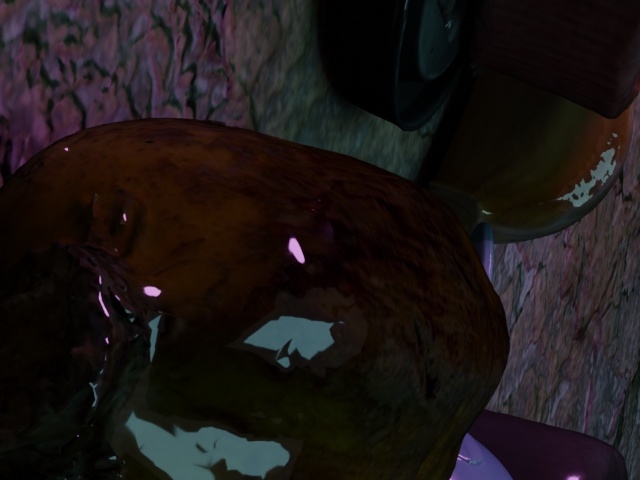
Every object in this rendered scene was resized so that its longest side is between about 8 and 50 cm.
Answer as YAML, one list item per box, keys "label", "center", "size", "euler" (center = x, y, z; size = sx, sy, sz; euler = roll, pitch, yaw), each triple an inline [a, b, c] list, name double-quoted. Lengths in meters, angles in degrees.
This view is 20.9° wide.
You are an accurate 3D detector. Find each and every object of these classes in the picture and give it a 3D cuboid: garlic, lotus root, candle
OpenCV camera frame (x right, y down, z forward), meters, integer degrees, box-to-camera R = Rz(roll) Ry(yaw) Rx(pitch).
- label: "garlic"
  center: [0.141, -0.089, 1.157]
  size: [0.115, 0.128, 0.206]
  euler: [112, -12, -79]
- label: "lotus root"
  center: [-0.027, 0.052, 0.700]
  size: [0.397, 0.179, 0.195]
  euler: [14, 87, -69]
- label: "candle"
  center: [0.197, -0.235, 0.996]
  size: [0.317, 0.131, 0.287]
  euler: [101, 14, -45]

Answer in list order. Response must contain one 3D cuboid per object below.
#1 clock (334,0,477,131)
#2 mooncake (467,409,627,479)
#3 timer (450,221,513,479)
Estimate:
- label: "clock"
  center: [0.062, -0.152, 0.963]
  size: [0.184, 0.040, 0.184]
  euler: [20, 90, -74]
- label: "mooncake"
  center: [0.105, 0.263, 1.186]
  size: [0.306, 0.154, 0.306]
  euler: [-45, 142, -51]
- label: "timer"
  center: [0.031, 0.128, 0.978]
  size: [0.175, 0.175, 0.255]
  euler: [33, 44, -67]
